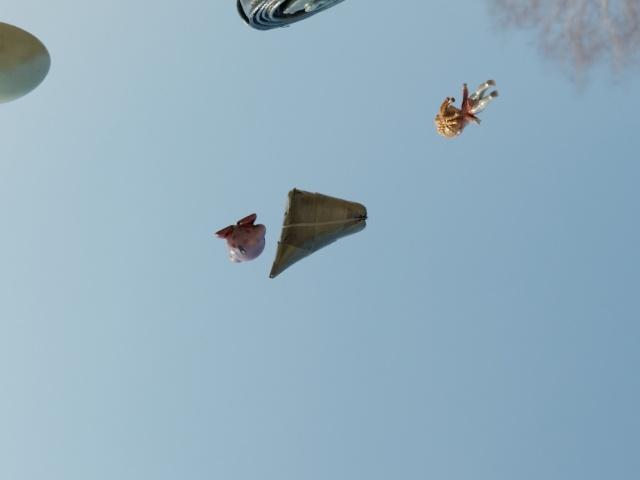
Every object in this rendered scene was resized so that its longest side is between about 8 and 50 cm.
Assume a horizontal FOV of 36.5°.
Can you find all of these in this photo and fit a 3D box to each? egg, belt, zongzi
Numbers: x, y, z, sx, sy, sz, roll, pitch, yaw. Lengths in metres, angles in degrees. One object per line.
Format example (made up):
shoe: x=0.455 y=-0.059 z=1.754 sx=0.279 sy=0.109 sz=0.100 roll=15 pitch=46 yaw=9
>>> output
egg: x=-0.733 y=-0.397 z=2.170 sx=0.254 sy=0.188 sz=0.188 roll=-6 pitch=-150 yaw=-23
belt: x=-0.023 y=-0.403 z=1.434 sx=0.267 sy=0.116 sz=0.206 roll=-23 pitch=176 yaw=28
zongzi: x=0.000 y=0.000 z=1.793 sx=0.160 sy=0.078 sz=0.176 roll=11 pitch=-103 yaw=1

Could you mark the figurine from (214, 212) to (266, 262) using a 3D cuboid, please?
figurine: x=-0.126 y=-0.001 z=1.648 sx=0.083 sy=0.071 sz=0.067 roll=-28 pitch=180 yaw=20

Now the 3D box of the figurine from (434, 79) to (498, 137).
figurine: x=0.189 y=-0.173 z=1.262 sx=0.047 sy=0.109 sz=0.064 roll=2 pitch=-115 yaw=-32
